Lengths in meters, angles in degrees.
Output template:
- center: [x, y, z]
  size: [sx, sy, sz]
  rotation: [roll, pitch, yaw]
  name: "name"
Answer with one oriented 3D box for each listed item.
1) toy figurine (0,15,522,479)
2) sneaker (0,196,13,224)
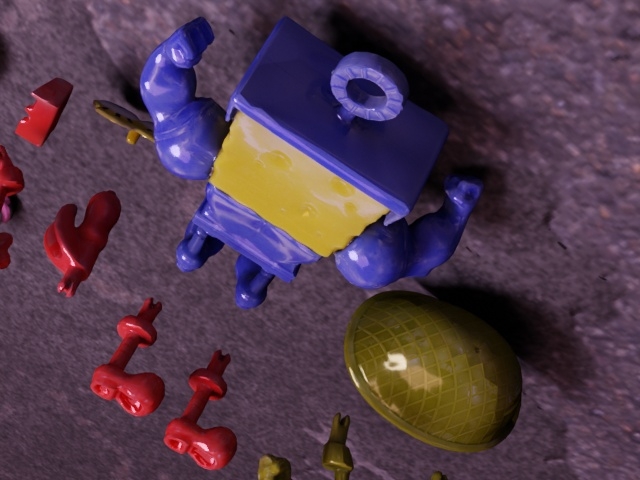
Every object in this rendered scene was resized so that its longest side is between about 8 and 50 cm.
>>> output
- center: [0.000, 0.000, 0.578]
  size: [0.362, 0.191, 0.217]
  rotation: [34, 138, -6]
  name: "toy figurine"
- center: [-0.325, -0.051, 0.820]
  size: [0.178, 0.077, 0.072]
  rotation: [31, 142, 0]
  name: "sneaker"
